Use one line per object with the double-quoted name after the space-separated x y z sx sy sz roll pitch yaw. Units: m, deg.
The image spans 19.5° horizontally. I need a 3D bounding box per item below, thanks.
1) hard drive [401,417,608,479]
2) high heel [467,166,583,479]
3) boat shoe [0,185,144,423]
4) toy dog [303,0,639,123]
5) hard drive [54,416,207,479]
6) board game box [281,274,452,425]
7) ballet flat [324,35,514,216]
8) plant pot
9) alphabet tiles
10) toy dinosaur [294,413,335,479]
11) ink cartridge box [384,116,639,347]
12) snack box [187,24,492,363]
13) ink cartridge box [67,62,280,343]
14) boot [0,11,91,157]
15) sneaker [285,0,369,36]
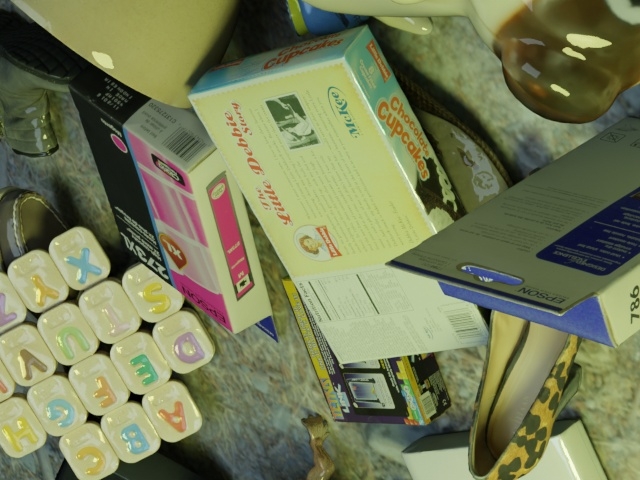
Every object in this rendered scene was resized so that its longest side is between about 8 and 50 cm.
0.238 0.352 1.876 0.233 0.047 0.353 -14 104 50 "hard drive"
0.177 0.082 1.647 0.093 0.186 0.261 10 124 29 "high heel"
-0.287 0.078 2.191 0.097 0.116 0.324 -5 115 42 "boat shoe"
0.105 -0.250 1.449 0.408 0.284 0.395 29 146 31 "toy dog"
-0.204 0.328 2.251 0.254 0.054 0.172 30 137 0 "hard drive"
0.047 0.105 1.912 0.141 0.048 0.170 -2 113 49 "board game box"
0.091 -0.106 1.732 0.250 0.058 0.084 41 122 11 "ballet flat"
-0.174 -0.286 1.749 0.284 0.284 0.191 43 104 17 "plant pot"
-0.272 0.135 2.138 0.284 0.021 0.278 -27 101 10 "alphabet tiles"
0.008 0.335 2.036 0.295 0.127 0.200 33 135 29 "toy dinosaur"
0.215 -0.002 1.444 0.165 0.332 0.065 17 123 39 "ink cartridge box"
0.031 -0.034 1.723 0.187 0.060 0.322 -10 120 37 "snack box"
-0.144 -0.021 1.919 0.176 0.069 0.371 35 159 28 "ink cartridge box"
-0.321 -0.166 2.106 0.246 0.083 0.161 21 135 43 "boot"
-0.004 -0.293 1.706 0.082 0.069 0.209 -11 99 15 "sneaker"
